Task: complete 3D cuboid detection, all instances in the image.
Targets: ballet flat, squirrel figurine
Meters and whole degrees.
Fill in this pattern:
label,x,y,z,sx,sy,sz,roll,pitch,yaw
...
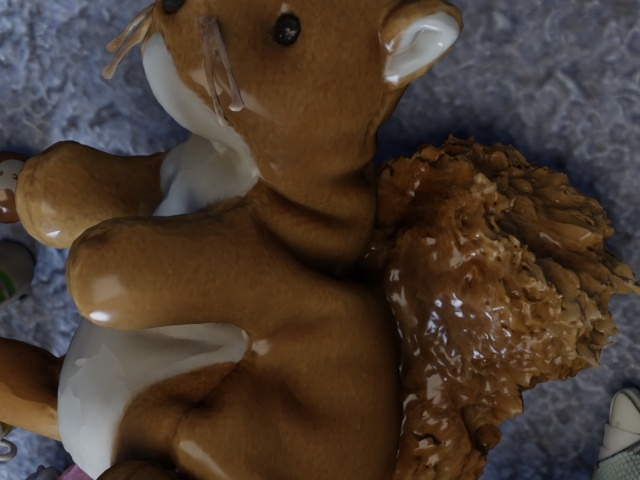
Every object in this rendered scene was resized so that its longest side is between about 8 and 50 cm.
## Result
label,x,y,z,sx,sy,sz,roll,pitch,yaw
ballet flat,0.255,0.121,1.179,0.221,0.077,0.079,-39,82,22
squirrel figurine,0.000,0.000,1.103,0.397,0.281,0.370,14,98,-27

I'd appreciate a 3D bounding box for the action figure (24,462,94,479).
label,x,y,z,sx,sy,sz,roll,pitch,yaw
action figure,-0.084,0.294,1.317,0.370,0.248,0.275,22,83,-2

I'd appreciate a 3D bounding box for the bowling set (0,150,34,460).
label,x,y,z,sx,sy,sz,roll,pitch,yaw
bowling set,-0.300,0.019,1.227,0.287,0.154,0.200,35,119,-3
